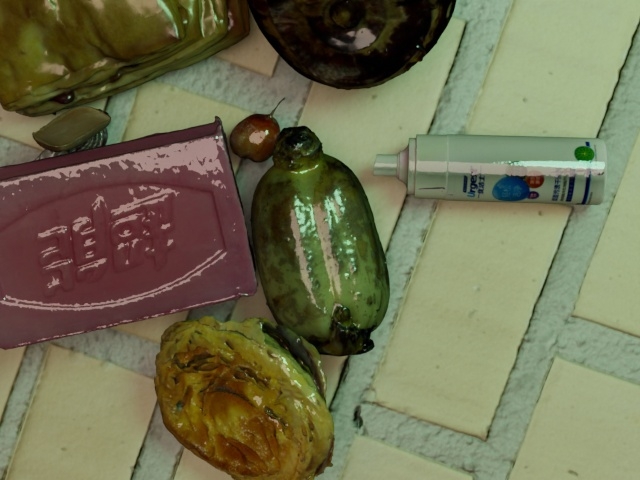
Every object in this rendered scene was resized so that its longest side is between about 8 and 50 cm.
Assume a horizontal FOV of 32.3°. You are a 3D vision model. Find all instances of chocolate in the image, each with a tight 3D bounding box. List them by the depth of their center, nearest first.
[{"bbox_3d":[-0.328,-0.141,1.466,0.064,0.100,0.031,18,131,26],"label":"chocolate"}]

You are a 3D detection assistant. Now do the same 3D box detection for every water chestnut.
[{"bbox_3d":[0.037,-0.352,1.415,0.300,0.300,0.300,0,93,4],"label":"water chestnut"}]

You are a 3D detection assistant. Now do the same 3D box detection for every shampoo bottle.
[{"bbox_3d":[0.222,-0.096,1.474,0.303,0.092,0.092,2,93,3],"label":"shampoo bottle"}]

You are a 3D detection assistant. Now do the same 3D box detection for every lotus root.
[{"bbox_3d":[0.000,0.000,1.464,0.173,0.173,0.309,-12,94,4],"label":"lotus root"}]

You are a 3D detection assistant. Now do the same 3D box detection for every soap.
[{"bbox_3d":[-0.279,-0.011,1.465,0.359,0.128,0.233,-13,104,-1],"label":"soap"}]

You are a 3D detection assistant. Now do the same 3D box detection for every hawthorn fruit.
[{"bbox_3d":[-0.079,-0.155,1.500,0.067,0.067,0.103,29,107,2],"label":"hawthorn fruit"}]

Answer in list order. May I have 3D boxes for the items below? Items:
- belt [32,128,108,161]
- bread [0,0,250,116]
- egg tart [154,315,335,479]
[{"bbox_3d":[-0.389,-0.086,1.535,0.232,0.053,0.071,-40,92,4],"label":"belt"},{"bbox_3d":[-0.295,-0.349,1.449,0.370,0.191,0.314,-14,92,6],"label":"bread"},{"bbox_3d":[-0.086,0.204,1.474,0.297,0.132,0.297,18,123,30],"label":"egg tart"}]
